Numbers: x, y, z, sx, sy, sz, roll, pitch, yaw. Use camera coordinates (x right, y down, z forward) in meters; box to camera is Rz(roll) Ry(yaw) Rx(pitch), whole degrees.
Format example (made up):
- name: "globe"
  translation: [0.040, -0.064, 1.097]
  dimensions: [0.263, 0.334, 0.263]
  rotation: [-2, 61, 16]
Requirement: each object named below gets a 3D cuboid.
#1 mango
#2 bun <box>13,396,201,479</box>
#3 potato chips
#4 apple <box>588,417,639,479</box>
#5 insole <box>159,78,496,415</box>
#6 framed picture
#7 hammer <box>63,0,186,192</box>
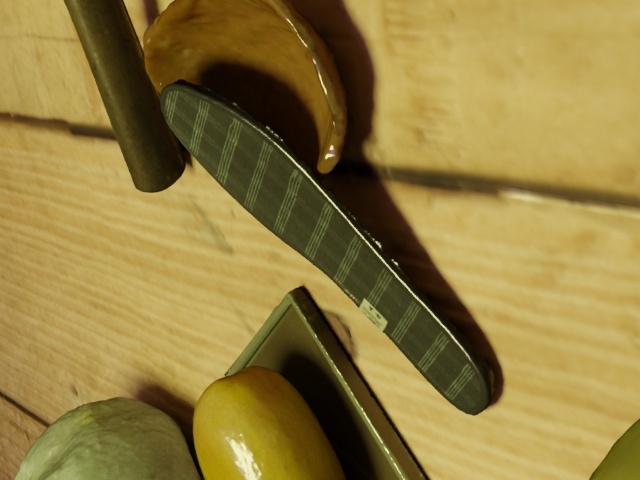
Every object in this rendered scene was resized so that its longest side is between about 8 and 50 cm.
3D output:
- name: "mango"
  translation: [-0.028, 0.188, 1.072]
  dimensions: [0.194, 0.092, 0.130]
  rotation: [55, 150, 0]
- name: "bun"
  translation: [-0.211, 0.336, 1.392]
  dimensions: [0.362, 0.211, 0.362]
  rotation: [168, 90, -76]
- name: "potato chips"
  translation: [-0.041, -0.105, 0.927]
  dimensions: [0.150, 0.049, 0.202]
  rotation: [55, 155, -9]
- name: "apple"
  translation: [0.209, 0.173, 0.495]
  dimensions: [0.279, 0.279, 0.279]
  rotation: [42, 147, 37]
- name: "insole"
  translation: [0.000, 0.000, 0.929]
  dimensions: [0.309, 0.012, 0.110]
  rotation: [46, 153, 12]
- name: "framed picture"
  translation: [0.015, 0.180, 1.098]
  dimensions: [0.260, 0.023, 0.189]
  rotation: [57, 149, 14]
- name: "hammer"
  translation: [-0.186, -0.218, 1.013]
  dimensions: [0.044, 0.168, 0.440]
  rotation: [38, 152, 48]
